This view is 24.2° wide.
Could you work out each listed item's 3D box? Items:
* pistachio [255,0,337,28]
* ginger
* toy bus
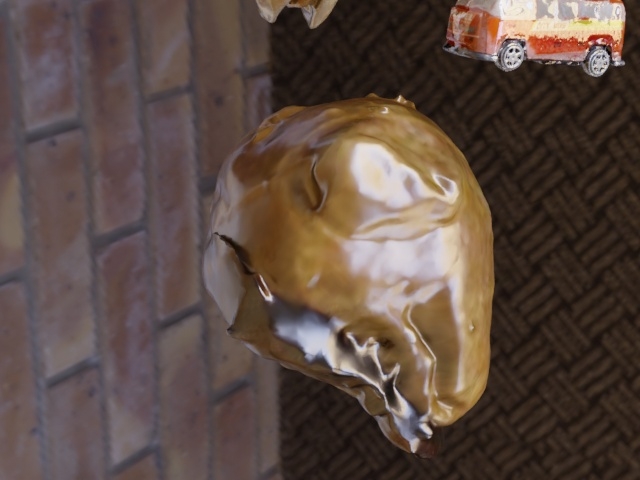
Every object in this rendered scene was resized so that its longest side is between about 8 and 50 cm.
[{"bbox_3d":[-0.008,-0.319,1.462,0.152,0.126,0.223,-136,54,-60],"label":"pistachio"},{"bbox_3d":[0.040,0.009,1.143,0.269,0.200,0.223,31,94,-24],"label":"ginger"},{"bbox_3d":[0.198,-0.197,1.369,0.079,0.174,0.077,32,118,55],"label":"toy bus"}]
